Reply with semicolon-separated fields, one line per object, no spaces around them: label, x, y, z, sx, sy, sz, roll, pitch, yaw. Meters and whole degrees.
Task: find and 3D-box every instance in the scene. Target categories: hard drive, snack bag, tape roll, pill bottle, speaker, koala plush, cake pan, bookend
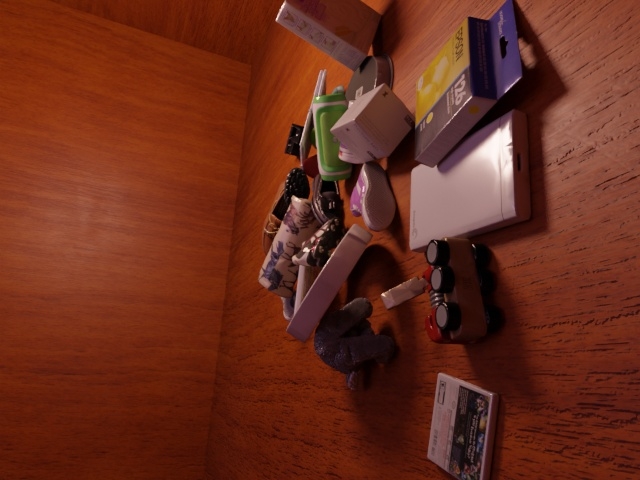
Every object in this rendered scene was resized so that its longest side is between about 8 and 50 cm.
hard drive;0.327;-0.118;1.069;0.353;0.047;0.233;152;125;-64
snack bag;-0.029;-0.488;1.933;0.323;0.037;0.342;99;-174;-80
tape roll;0.029;0.127;1.391;0.392;0.072;0.392;-57;-5;-8
pill bottle;0.124;-0.365;1.549;0.108;0.108;0.193;-121;33;-59
speaker;0.045;-0.370;1.659;0.131;0.131;0.296;-138;39;-65
koala plush;0.077;0.313;1.326;0.221;0.203;0.196;91;155;-53
cake pan;0.161;-0.526;1.653;0.293;0.054;0.293;-170;90;-68
bookend;-0.110;-0.482;2.274;0.156;0.072;0.157;-126;50;-61

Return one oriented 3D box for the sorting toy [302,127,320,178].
sorting toy;0.029;-0.414;1.849;0.365;0.127;0.126;109;-178;-46

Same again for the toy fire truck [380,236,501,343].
toy fire truck;0.252;0.133;1.031;0.246;0.159;0.217;115;156;-60

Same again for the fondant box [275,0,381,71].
fondant box;0.037;-0.789;1.636;0.096;0.330;0.238;-39;29;57

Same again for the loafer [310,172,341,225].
loafer;0.025;-0.174;1.767;0.095;0.109;0.302;-57;28;36

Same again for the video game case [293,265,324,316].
video game case;-0.034;0.174;1.676;0.206;0.026;0.226;31;-116;-66

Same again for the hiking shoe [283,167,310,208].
hiking shoe;-0.104;-0.167;1.985;0.132;0.113;0.304;-121;27;-68

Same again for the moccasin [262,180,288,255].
moccasin;-0.187;-0.097;2.229;0.380;0.139;0.147;-66;15;8

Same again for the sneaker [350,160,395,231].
sneaker;0.153;-0.099;1.436;0.282;0.102;0.161;-86;17;-45

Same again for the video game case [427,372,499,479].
video game case;0.292;0.391;0.958;0.173;0.022;0.190;177;104;-68

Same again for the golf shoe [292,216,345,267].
golf shoe;0.000;0.000;1.580;0.120;0.273;0.105;-9;111;29

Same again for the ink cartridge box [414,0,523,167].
ink cartridge box;0.330;-0.378;1.090;0.307;0.072;0.303;127;158;-53

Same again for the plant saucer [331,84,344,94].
plant saucer;0.065;-0.606;1.969;0.119;0.021;0.119;-169;90;-68

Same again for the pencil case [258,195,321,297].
pencil case;-0.113;0.030;1.853;0.160;0.183;0.410;27;100;24

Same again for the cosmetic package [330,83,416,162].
cosmetic package;0.156;-0.345;1.387;0.151;0.151;0.184;-51;17;-11

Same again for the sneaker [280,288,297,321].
sneaker;-0.115;0.224;1.973;0.132;0.086;0.228;-54;43;38
